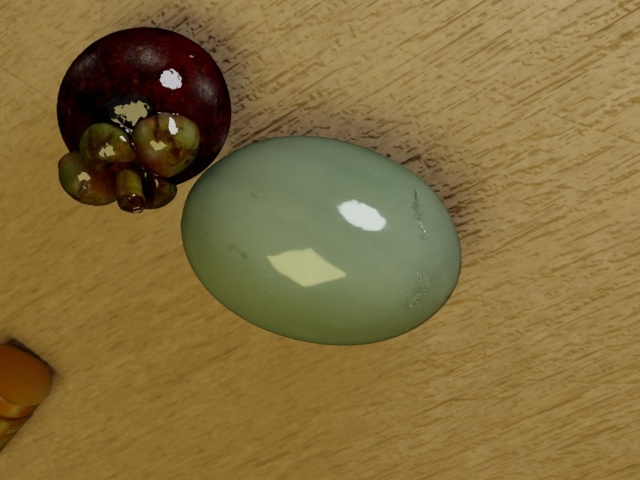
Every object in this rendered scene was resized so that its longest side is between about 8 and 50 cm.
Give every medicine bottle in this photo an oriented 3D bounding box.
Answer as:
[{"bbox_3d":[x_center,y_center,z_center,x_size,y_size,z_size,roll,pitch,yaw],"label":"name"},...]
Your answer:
[{"bbox_3d":[-0.427,0.221,1.455,0.096,0.096,0.192,40,121,-7],"label":"medicine bottle"}]

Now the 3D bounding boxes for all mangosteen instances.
[{"bbox_3d":[-0.179,-0.112,1.136,0.200,0.200,0.200,7,120,13],"label":"mangosteen"}]

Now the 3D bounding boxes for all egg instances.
[{"bbox_3d":[0.000,0.000,1.140,0.283,0.203,0.203,13,121,12],"label":"egg"}]
